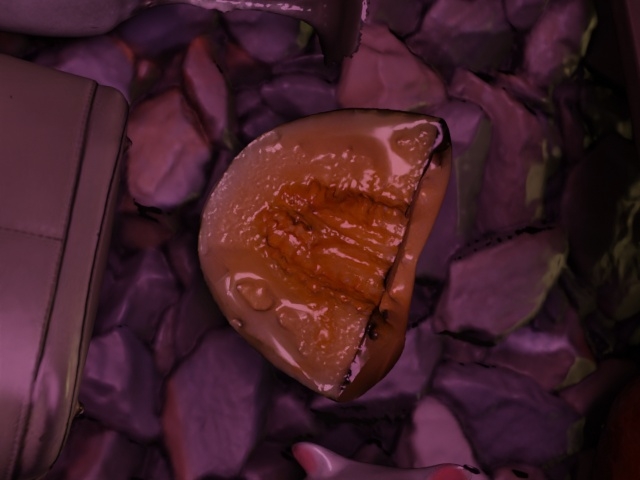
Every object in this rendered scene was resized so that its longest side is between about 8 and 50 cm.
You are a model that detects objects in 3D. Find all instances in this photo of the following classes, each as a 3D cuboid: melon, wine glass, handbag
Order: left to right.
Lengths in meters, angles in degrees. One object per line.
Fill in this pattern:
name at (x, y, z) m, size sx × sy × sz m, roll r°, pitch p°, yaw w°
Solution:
handbag at (-0.255, -0.010, 0.576) m, size 0.315 × 0.109 × 0.241 m, roll 11°, pitch 67°, yaw -10°
wine glass at (-0.109, -0.134, 0.648) m, size 0.262 × 0.074 × 0.074 m, roll 3°, pitch 86°, yaw -18°
melon at (0.000, 0.000, 0.681) m, size 0.128 × 0.079 × 0.160 m, roll 22°, pitch 80°, yaw 1°

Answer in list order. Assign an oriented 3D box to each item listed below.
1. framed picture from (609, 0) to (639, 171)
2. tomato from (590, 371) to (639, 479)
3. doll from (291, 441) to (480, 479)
framed picture at (0.275, -0.057, 0.721) m, size 0.232 × 0.024 × 0.315 m, roll 16°, pitch 49°, yaw -18°
tomato at (0.237, 0.144, 0.720) m, size 0.155 × 0.181 × 0.214 m, roll 8°, pitch 76°, yaw -1°
doll at (0.019, 0.204, 0.657) m, size 0.110 × 0.107 × 0.181 m, roll 9°, pitch 77°, yaw 2°
